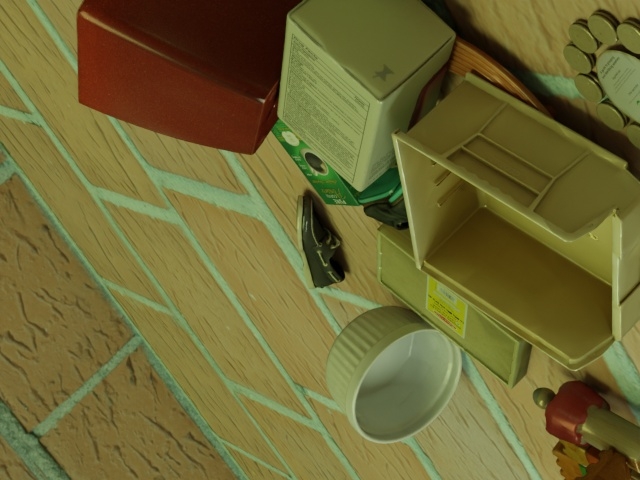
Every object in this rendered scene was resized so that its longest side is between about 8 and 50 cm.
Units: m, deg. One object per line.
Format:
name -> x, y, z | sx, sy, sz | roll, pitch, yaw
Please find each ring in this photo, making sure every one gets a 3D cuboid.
ring -> 0.191, -0.126, 1.886 | 0.336, 0.032, 0.336 | 40, 159, 19

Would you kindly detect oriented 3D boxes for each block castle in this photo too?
block castle -> 0.350, 0.431, 2.254 | 0.213, 0.303, 0.453 | 29, 154, 42

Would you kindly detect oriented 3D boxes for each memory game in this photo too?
memory game -> 0.317, -0.152, 1.598 | 0.186, 0.012, 0.186 | 40, 161, 17

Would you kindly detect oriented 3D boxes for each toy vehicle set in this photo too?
toy vehicle set -> 0.190, 0.090, 2.308 | 0.267, 0.035, 0.166 | 39, 160, 19

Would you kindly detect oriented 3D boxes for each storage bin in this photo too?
storage bin -> 0.230, -0.015, 1.793 | 0.260, 0.123, 0.262 | 35, 157, 29

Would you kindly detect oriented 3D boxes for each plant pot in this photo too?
plant pot -> -0.128, -0.260, 1.973 | 0.236, 0.267, 0.267 | 32, 159, 3

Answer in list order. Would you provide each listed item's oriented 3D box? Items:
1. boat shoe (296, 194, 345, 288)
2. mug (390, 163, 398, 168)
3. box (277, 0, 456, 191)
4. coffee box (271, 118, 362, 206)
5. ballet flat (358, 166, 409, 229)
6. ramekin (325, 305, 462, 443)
boat shoe -> 0.000, 0.000, 2.524 | 0.065, 0.075, 0.206 | -3, 140, 6
mug -> 0.071, -0.089, 2.169 | 0.064, 0.062, 0.078 | 46, 156, 25
box -> 0.047, -0.187, 1.826 | 0.148, 0.127, 0.232 | 44, 160, 13
coffee box -> -0.006, -0.129, 2.273 | 0.184, 0.040, 0.113 | 53, 160, -17
ballet flat -> 0.127, -0.056, 1.994 | 0.096, 0.095, 0.280 | 38, 173, -7
ramekin -> 0.105, 0.198, 2.465 | 0.109, 0.207, 0.207 | 40, 162, 45
